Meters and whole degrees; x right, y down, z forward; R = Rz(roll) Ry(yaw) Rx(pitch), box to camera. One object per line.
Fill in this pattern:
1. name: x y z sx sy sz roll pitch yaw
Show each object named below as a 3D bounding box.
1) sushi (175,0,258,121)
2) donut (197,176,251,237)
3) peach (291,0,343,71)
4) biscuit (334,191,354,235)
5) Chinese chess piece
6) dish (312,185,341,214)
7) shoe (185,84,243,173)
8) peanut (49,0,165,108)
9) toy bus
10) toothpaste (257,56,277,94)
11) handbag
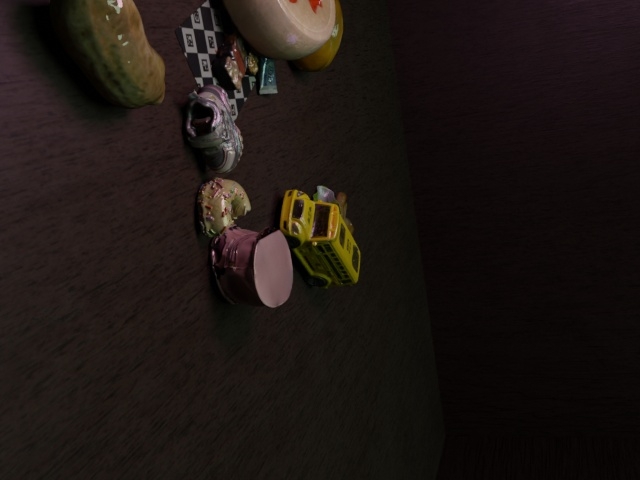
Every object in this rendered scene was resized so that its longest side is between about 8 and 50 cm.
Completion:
1. sushi: -0.198 -0.400 1.521 0.290 0.050 0.263 -71 150 -49
2. donut: -0.197 -0.078 1.417 0.166 0.065 0.108 -44 126 -66
3. peach: -0.022 -0.601 1.950 0.251 0.153 0.250 12 90 -71
4. biscuit: 0.055 -0.046 2.168 0.208 0.047 0.164 -58 136 -58
5. Chinese chess piece: -0.100 -0.587 1.597 0.338 0.141 0.337 29 53 -49
6. dish: 0.010 -0.109 2.052 0.039 0.091 0.137 -58 -157 33
7. shoe: -0.216 -0.219 1.364 0.092 0.089 0.180 -36 117 -69
8. peanut: -0.313 -0.293 1.057 0.253 0.122 0.137 65 18 -50
9. toy bus: 0.000 0.000 1.840 0.330 0.152 0.144 58 34 -53
10. toothpaste: -0.146 -0.498 1.710 0.069 0.047 0.268 -83 168 -79
11. handbag: -0.145 0.053 1.460 0.205 0.117 0.179 -33 116 -68
